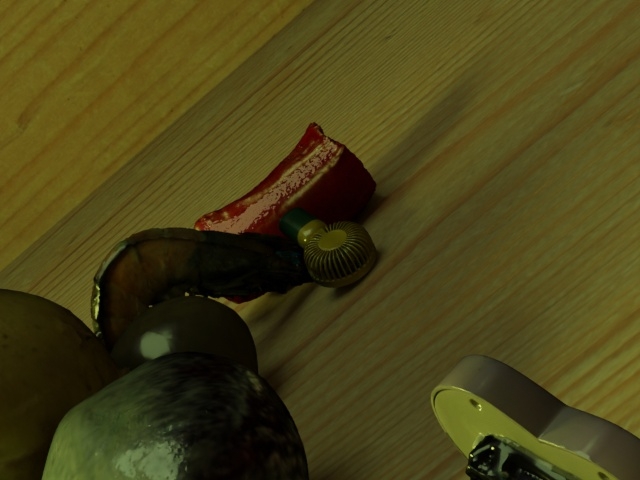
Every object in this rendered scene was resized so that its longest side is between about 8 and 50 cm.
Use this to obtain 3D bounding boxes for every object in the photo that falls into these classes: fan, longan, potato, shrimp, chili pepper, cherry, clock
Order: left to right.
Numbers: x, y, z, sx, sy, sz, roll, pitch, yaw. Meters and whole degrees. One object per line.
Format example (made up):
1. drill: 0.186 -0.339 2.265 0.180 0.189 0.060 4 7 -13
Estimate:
1. potato: -0.372 0.217 1.853 0.442 0.385 0.319 -48 12 49
2. cherry: -0.130 0.224 1.588 0.255 0.218 0.296 -40 21 -9
3. longan: -0.156 0.157 1.951 0.185 0.159 0.204 -40 25 32
4. shrimp: -0.131 0.090 2.090 0.290 0.222 0.054 -6 9 -28
5. chili pepper: -0.087 0.009 2.207 0.338 0.131 0.134 -40 33 -6
6. fan: 0.000 0.000 2.070 0.082 0.039 0.155 -38 38 -16
7. clock: 0.153 0.165 1.140 0.198 0.172 0.064 29 66 35
